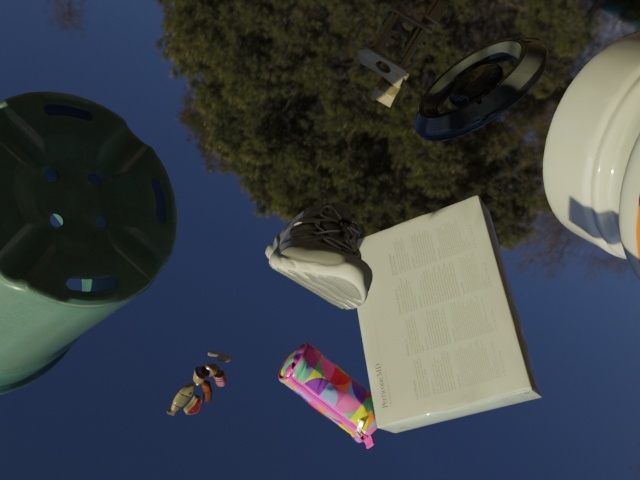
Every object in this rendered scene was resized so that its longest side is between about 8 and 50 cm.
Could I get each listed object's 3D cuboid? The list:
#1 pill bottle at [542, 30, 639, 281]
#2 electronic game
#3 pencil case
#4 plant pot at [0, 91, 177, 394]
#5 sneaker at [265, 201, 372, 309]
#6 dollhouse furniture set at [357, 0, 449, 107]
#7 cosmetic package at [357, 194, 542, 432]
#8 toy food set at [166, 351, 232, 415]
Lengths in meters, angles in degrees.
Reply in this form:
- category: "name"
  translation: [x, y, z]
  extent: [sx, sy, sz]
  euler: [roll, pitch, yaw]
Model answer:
- category: "pill bottle"
  translation: [0.349, -0.019, 0.448]
  extent: [0.224, 0.224, 0.392]
  euler: [5, -161, -28]
- category: "electronic game"
  translation: [0.243, -0.235, 1.067]
  extent: [0.048, 0.229, 0.229]
  euler: [50, -149, -24]
- category: "pencil case"
  translation: [0.028, 0.310, 1.399]
  extent: [0.236, 0.104, 0.104]
  euler: [40, -143, -7]
- category: "plant pot"
  translation: [-0.371, 0.001, 0.859]
  extent: [0.341, 0.334, 0.341]
  euler: [21, -121, -39]
- category: "sneaker"
  translation: [0.000, 0.000, 0.851]
  extent: [0.105, 0.115, 0.281]
  euler: [32, 179, -19]
- category: "dollhouse furniture set"
  translation: [0.154, -0.394, 1.401]
  extent: [0.101, 0.161, 0.182]
  euler: [31, -107, 3]
- category: "cosmetic package"
  translation: [0.216, 0.137, 1.293]
  extent: [0.097, 0.284, 0.377]
  euler: [38, -142, -55]
- category: "toy food set"
  translation: [-0.190, 0.241, 1.132]
  extent: [0.019, 0.122, 0.078]
  euler: [36, -175, 38]
